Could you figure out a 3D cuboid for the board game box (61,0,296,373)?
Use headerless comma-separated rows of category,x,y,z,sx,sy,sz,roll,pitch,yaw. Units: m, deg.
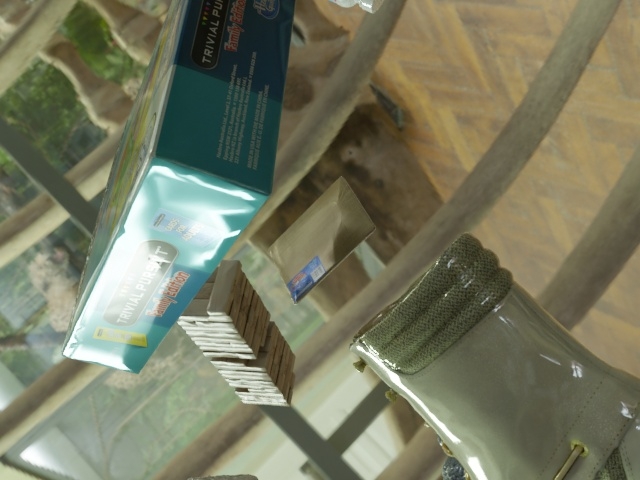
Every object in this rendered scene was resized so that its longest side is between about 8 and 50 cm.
board game box,-0.124,-0.067,0.630,0.079,0.254,0.336,17,146,-19

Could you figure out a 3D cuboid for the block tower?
block tower,-0.128,0.157,1.213,0.097,0.091,0.335,0,145,15

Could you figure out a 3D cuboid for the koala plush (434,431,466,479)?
koala plush,0.262,0.324,1.004,0.203,0.221,0.196,96,174,-57

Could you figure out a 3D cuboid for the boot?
boot,0.083,0.104,0.405,0.165,0.077,0.213,40,139,9

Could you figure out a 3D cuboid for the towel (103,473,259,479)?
towel,-0.157,0.398,0.835,0.049,0.187,0.282,-162,73,-78

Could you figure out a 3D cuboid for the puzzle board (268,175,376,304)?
puzzle board,0.000,0.000,0.860,0.011,0.128,0.096,30,-158,-43

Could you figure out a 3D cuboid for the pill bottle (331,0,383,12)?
pill bottle,0.021,-0.399,1.113,0.160,0.087,0.087,29,163,9
